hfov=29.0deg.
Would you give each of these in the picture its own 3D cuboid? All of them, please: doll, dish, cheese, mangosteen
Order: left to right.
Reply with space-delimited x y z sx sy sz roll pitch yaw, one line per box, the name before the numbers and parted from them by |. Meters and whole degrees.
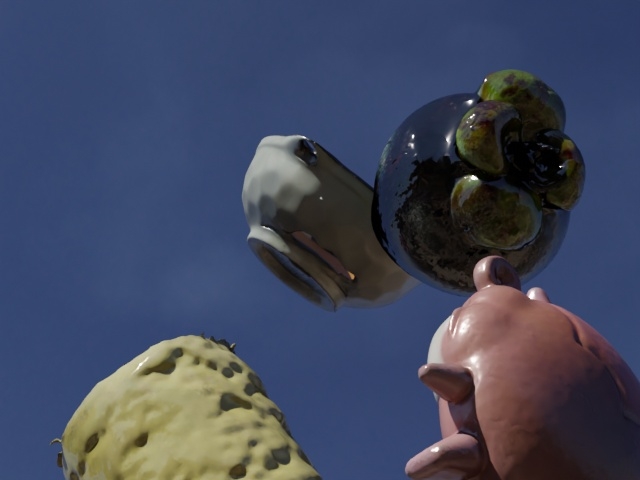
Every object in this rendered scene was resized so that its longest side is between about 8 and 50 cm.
cheese | -0.050 0.137 0.573 0.094 0.167 0.123 10 -56 -44
dish | 0.000 0.000 1.541 0.120 0.303 0.303 -51 -49 -13
mangosteen | 0.164 -0.056 1.284 0.243 0.243 0.243 -1 -43 -1
doll | 0.140 0.128 0.710 0.211 0.262 0.093 -7 -20 -47
